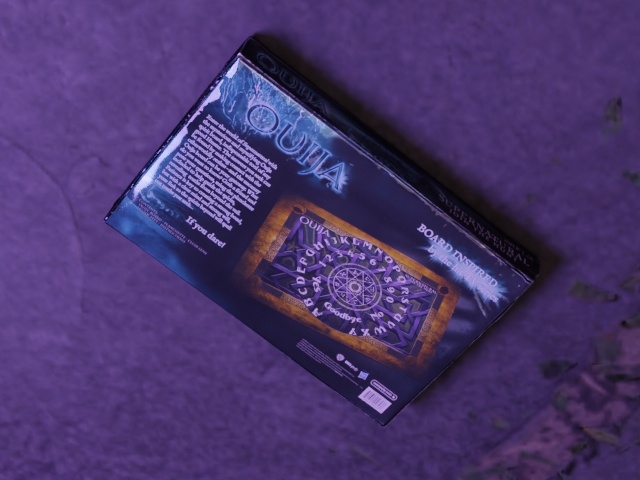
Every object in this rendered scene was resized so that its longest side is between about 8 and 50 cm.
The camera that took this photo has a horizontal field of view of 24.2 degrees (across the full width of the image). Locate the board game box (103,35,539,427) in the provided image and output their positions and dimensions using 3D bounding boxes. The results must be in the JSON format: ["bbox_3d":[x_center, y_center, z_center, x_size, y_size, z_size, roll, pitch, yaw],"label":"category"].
[{"bbox_3d":[0.000,0.000,0.757,0.186,0.026,0.126,37,120,-10],"label":"board game box"}]
